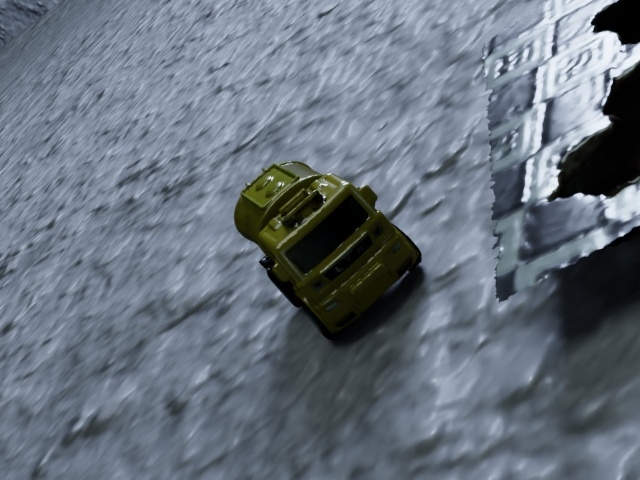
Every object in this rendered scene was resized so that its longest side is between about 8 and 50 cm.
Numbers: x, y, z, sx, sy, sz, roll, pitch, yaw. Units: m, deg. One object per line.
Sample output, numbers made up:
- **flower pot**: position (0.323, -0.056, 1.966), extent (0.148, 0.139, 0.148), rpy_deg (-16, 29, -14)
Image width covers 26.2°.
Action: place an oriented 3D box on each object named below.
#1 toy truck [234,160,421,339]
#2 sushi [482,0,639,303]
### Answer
- **toy truck**: position (0.000, 0.000, 0.535), extent (0.049, 0.054, 0.083), rpy_deg (-42, 19, -5)
- **sushi**: position (0.122, -0.055, 0.467), extent (0.139, 0.031, 0.201), rpy_deg (-32, 24, 23)
